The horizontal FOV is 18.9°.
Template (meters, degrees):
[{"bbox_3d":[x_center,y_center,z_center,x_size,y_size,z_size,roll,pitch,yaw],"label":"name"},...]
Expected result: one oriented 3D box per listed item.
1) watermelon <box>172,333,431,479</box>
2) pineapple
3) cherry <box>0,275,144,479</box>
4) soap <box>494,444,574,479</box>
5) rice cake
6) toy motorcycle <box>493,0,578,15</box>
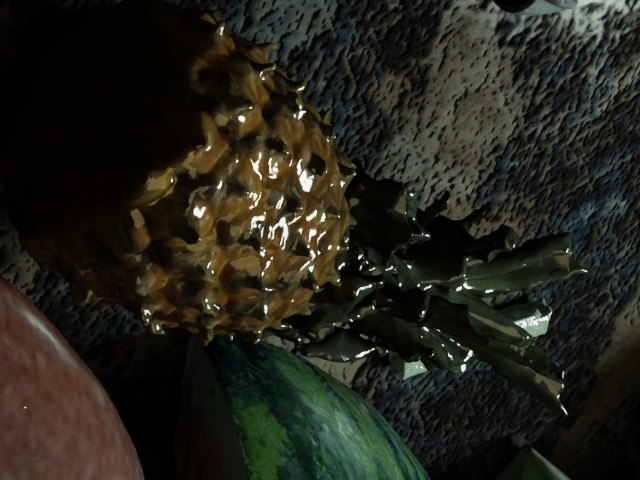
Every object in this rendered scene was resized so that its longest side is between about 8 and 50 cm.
[{"bbox_3d":[-0.030,0.195,1.149,0.201,0.213,0.261,-33,134,11],"label":"watermelon"},{"bbox_3d":[-0.003,0.001,1.010,0.165,0.165,0.364,-53,140,9],"label":"pineapple"},{"bbox_3d":[-0.216,0.124,0.898,0.261,0.221,0.307,-31,125,-27],"label":"cherry"},{"bbox_3d":[0.162,0.278,1.380,0.182,0.138,0.199,-46,140,4],"label":"soap"},{"bbox_3d":[0.098,0.063,1.242,0.121,0.021,0.022,-15,136,-26],"label":"rice cake"},{"bbox_3d":[0.110,-0.200,1.001,0.122,0.080,0.215,-46,134,-2],"label":"toy motorcycle"}]
